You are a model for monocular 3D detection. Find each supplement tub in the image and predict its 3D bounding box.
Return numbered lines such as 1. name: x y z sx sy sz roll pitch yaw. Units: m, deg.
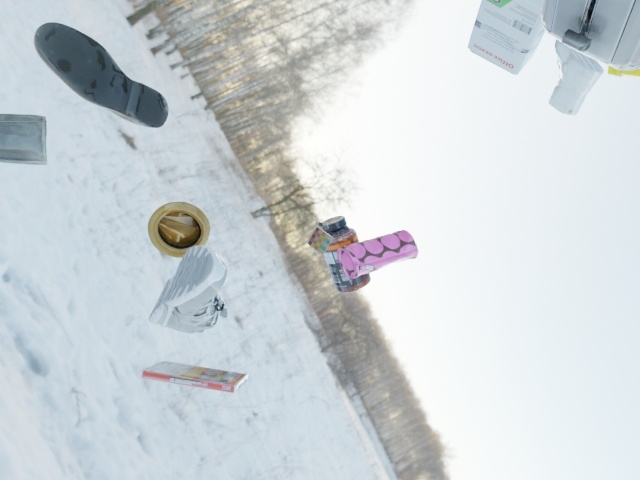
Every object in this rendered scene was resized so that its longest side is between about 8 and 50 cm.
1. supplement tub: 0.063 0.035 1.417 0.106 0.106 0.197 -133 -156 -74

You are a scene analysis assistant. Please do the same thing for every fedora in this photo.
1. fedora: -0.448 -0.041 1.649 0.079 0.194 0.194 37 -25 60

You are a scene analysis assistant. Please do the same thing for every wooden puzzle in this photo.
1. wooden puzzle: 0.000 0.000 1.236 0.049 0.083 0.006 36 19 19

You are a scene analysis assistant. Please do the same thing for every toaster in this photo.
1. toaster: 0.290 -0.257 0.442 0.129 0.227 0.146 41 -14 24

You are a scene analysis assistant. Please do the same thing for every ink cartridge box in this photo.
1. ink cartridge box: 0.629 -0.721 1.715 0.211 0.121 0.289 37 -17 15

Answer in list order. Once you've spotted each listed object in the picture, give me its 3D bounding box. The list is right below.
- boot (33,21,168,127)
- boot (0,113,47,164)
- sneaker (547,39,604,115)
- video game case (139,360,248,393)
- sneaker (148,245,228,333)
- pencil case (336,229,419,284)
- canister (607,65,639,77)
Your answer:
1. boot: -0.455 -0.316 1.050 0.115 0.112 0.305 10 -13 29
2. boot: -0.559 -0.195 0.842 0.076 0.209 0.189 120 -45 -60
3. sneaker: 0.712 -0.476 1.522 0.292 0.108 0.169 -74 179 -49
4. video game case: -0.379 0.415 1.599 0.204 0.285 0.025 67 31 -84
5. sneaker: -0.200 0.092 0.884 0.115 0.105 0.281 26 -29 -18
6. pencil case: 0.150 0.036 1.318 0.098 0.209 0.095 9 -65 63
7. canister: 0.655 -0.364 0.984 0.170 0.073 0.126 23 -57 33
